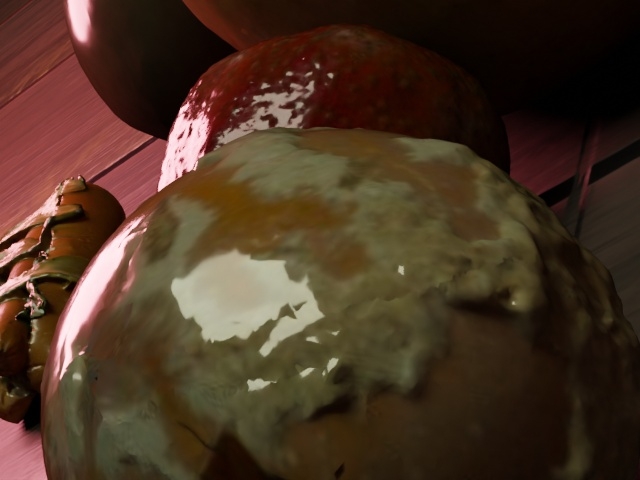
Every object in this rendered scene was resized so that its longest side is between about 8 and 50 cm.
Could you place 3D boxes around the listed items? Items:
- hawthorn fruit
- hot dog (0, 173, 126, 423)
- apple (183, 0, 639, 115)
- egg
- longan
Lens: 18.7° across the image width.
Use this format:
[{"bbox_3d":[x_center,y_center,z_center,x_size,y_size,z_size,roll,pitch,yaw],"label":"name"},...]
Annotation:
[{"bbox_3d":[0.000,0.000,0.872,0.157,0.157,0.194,-22,45,48],"label":"hawthorn fruit"},{"bbox_3d":[-0.185,0.034,1.295,0.109,0.072,0.269,-41,17,15],"label":"hot dog"},{"bbox_3d":[0.061,-0.234,0.988,0.338,0.305,0.338,-39,14,12],"label":"apple"},{"bbox_3d":[0.001,0.058,0.649,0.233,0.195,0.195,-15,32,47],"label":"egg"},{"bbox_3d":[-0.049,-0.170,1.244,0.248,0.248,0.248,-38,18,15],"label":"longan"}]
